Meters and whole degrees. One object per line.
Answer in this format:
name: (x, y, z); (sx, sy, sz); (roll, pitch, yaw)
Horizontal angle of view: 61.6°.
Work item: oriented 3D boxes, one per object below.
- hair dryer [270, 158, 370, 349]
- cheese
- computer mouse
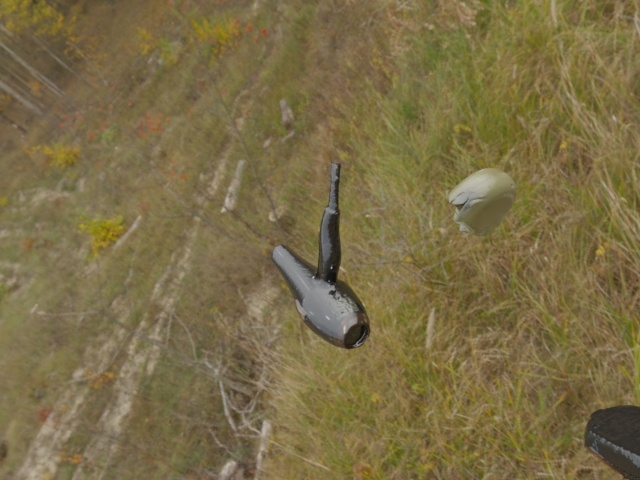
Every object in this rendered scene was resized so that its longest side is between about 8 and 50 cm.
hair dryer: (0.000, 0.000, 0.990); (0.120, 0.360, 0.304); (-13, 38, -25)
cheese: (0.379, -0.092, 1.279); (0.091, 0.202, 0.175); (47, 115, 31)
computer mouse: (0.725, 0.463, 1.171); (0.182, 0.116, 0.323); (-19, 5, -10)
